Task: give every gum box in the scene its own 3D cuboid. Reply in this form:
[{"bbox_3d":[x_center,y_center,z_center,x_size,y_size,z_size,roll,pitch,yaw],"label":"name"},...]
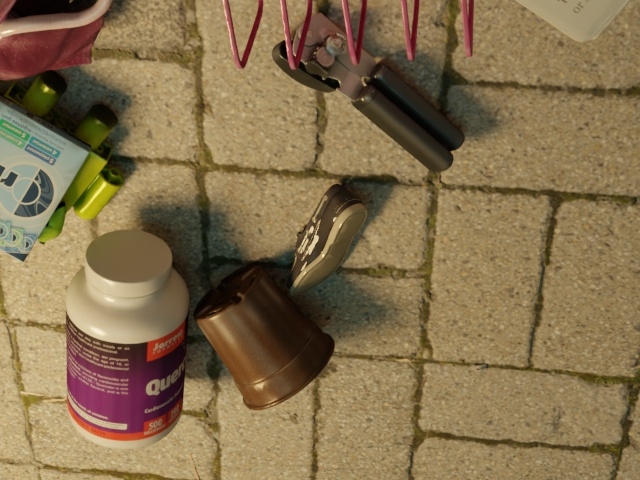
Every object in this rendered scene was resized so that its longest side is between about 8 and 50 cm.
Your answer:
[{"bbox_3d":[-0.426,-0.087,1.707,0.157,0.041,0.184,31,102,-15],"label":"gum box"}]

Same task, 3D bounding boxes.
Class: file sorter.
[{"bbox_3d":[0.036,-0.318,1.473,0.291,0.202,0.182,-2,128,10],"label":"file sorter"}]

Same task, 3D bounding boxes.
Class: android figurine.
[{"bbox_3d":[-0.408,-0.115,1.781,0.248,0.056,0.273,33,124,-16],"label":"android figurine"}]

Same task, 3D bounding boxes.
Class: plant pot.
[{"bbox_3d":[-0.092,0.137,1.868,0.167,0.167,0.165,-26,112,25],"label":"plant pot"}]

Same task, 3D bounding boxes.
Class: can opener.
[{"bbox_3d":[0.068,-0.193,1.656,0.280,0.074,0.093,36,158,-16],"label":"can opener"}]

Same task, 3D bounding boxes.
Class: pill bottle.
[{"bbox_3d":[-0.290,0.148,1.883,0.182,0.181,0.323,9,128,1],"label":"pill bottle"}]

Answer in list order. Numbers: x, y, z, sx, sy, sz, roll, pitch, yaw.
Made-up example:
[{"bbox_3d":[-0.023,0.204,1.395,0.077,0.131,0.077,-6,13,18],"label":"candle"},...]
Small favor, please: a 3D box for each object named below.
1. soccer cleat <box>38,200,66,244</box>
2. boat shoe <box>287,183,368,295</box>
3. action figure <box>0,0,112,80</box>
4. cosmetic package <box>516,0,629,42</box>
[{"bbox_3d":[-0.445,-0.056,1.766,0.179,0.060,0.072,20,109,-11],"label":"soccer cleat"},{"bbox_3d":[0.000,0.000,1.820,0.065,0.075,0.206,54,135,22],"label":"boat shoe"},{"bbox_3d":[-0.426,-0.222,1.518,0.370,0.276,0.248,-34,115,-19],"label":"action figure"},{"bbox_3d":[0.206,-0.481,1.245,0.394,0.329,0.327,30,126,-13],"label":"cosmetic package"}]
